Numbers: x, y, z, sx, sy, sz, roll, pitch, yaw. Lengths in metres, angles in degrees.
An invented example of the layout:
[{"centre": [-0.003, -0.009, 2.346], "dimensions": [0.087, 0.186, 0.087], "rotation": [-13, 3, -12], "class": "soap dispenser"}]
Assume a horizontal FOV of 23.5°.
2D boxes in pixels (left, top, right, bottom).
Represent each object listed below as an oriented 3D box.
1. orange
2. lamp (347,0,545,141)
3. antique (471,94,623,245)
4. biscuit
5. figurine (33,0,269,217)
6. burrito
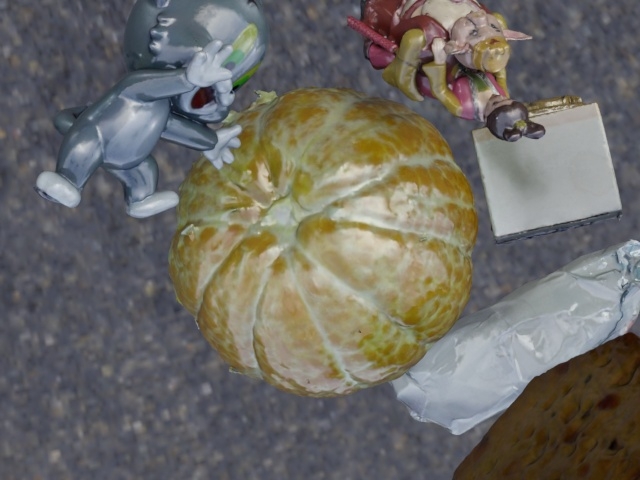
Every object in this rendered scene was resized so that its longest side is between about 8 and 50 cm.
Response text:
[{"centre": [0.000, 0.000, 1.591], "dimensions": [0.329, 0.329, 0.249], "rotation": [-36, 158, 14], "class": "orange"}, {"centre": [0.122, -0.174, 1.422], "dimensions": [0.118, 0.253, 0.118], "rotation": [-10, 117, -20], "class": "lamp"}, {"centre": [0.246, -0.078, 1.690], "dimensions": [0.146, 0.148, 0.152], "rotation": [-14, 176, 7], "class": "antique"}, {"centre": [0.227, 0.242, 1.492], "dimensions": [0.046, 0.359, 0.359], "rotation": [39, 112, -15], "class": "biscuit"}, {"centre": [-0.137, -0.123, 1.320], "dimensions": [0.265, 0.140, 0.193], "rotation": [-40, 149, -7], "class": "figurine"}, {"centre": [0.294, 0.124, 2.061], "dimensions": [0.445, 0.139, 0.101], "rotation": [-31, 168, 16], "class": "burrito"}]
